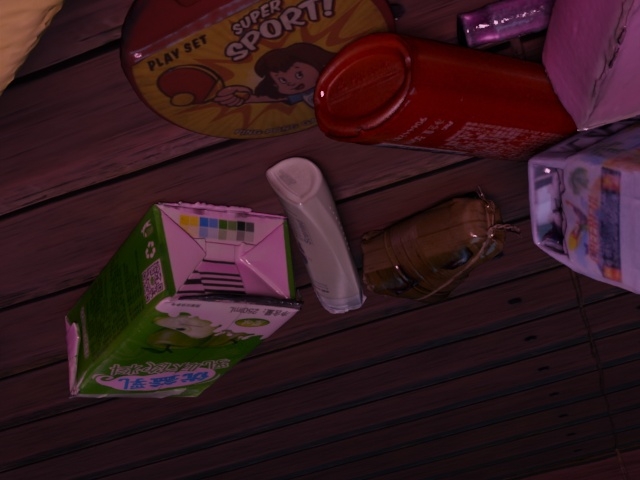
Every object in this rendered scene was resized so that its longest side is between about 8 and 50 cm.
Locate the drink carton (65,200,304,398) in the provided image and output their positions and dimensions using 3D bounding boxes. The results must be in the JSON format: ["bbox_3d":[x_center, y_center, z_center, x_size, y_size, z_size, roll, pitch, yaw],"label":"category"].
[{"bbox_3d":[-0.151,0.074,1.040,0.161,0.108,0.271,7,148,-32],"label":"drink carton"}]

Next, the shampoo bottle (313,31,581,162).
[{"bbox_3d":[0.148,-0.106,0.812,0.314,0.076,0.118,2,164,-38],"label":"shampoo bottle"}]

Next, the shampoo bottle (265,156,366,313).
[{"bbox_3d":[0.000,0.000,0.981,0.049,0.072,0.212,-40,145,-13],"label":"shampoo bottle"}]

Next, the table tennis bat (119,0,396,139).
[{"bbox_3d":[-0.061,-0.156,0.714,0.200,0.038,0.310,-23,155,18],"label":"table tennis bat"}]

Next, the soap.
[{"bbox_3d":[0.298,-0.187,0.694,0.259,0.081,0.181,-16,148,-11],"label":"soap"}]

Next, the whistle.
[{"bbox_3d":[0.190,-0.182,0.763,0.176,0.033,0.033,-14,153,7],"label":"whistle"}]

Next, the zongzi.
[{"bbox_3d":[0.161,0.015,1.073,0.189,0.081,0.178,-24,151,32],"label":"zongzi"}]

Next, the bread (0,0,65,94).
[{"bbox_3d":[-0.257,-0.142,0.366,0.345,0.242,0.405,-6,156,-39],"label":"bread"}]

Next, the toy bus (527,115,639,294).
[{"bbox_3d":[0.310,-0.070,0.793,0.329,0.109,0.136,-26,-153,-35],"label":"toy bus"}]
